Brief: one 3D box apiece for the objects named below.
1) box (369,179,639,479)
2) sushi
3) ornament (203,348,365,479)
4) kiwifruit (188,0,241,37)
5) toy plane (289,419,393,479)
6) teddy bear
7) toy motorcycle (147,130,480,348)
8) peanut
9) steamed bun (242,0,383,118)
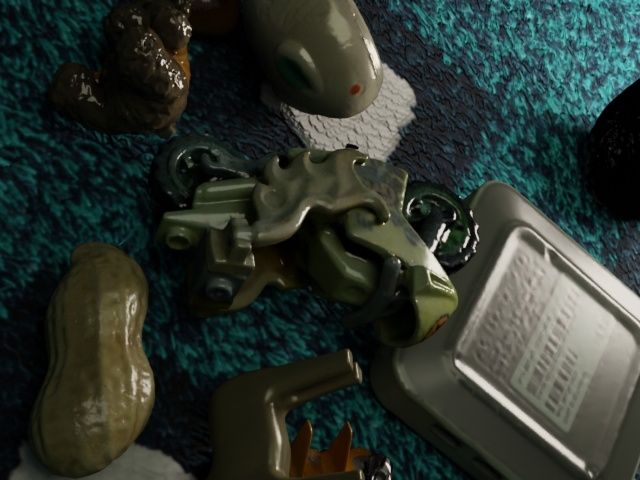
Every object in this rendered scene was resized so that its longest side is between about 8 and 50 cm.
[{"bbox_3d":[0.273,0.149,1.528,0.373,0.090,0.367,40,52,-11],"label":"box"},{"bbox_3d":[0.521,-0.141,1.749,0.200,0.204,0.213,12,67,-32],"label":"sushi"},{"bbox_3d":[-0.069,0.242,1.228,0.061,0.244,0.230,59,19,-52],"label":"ornament"},{"bbox_3d":[-0.156,-0.292,1.482,0.124,0.075,0.075,12,62,-31],"label":"kiwifruit"},{"bbox_3d":[0.021,0.344,1.247,0.204,0.103,0.316,7,48,-27],"label":"toy plane"},{"bbox_3d":[-0.203,-0.205,1.357,0.140,0.177,0.190,39,41,-33],"label":"teddy bear"},{"bbox_3d":[0.000,0.000,1.377,0.410,0.169,0.237,12,48,-16],"label":"toy motorcycle"},{"bbox_3d":[-0.226,0.121,1.216,0.123,0.123,0.257,19,55,-24],"label":"peanut"},{"bbox_3d":[-0.019,-0.251,1.490,0.130,0.177,0.228,-27,81,-9],"label":"steamed bun"}]
